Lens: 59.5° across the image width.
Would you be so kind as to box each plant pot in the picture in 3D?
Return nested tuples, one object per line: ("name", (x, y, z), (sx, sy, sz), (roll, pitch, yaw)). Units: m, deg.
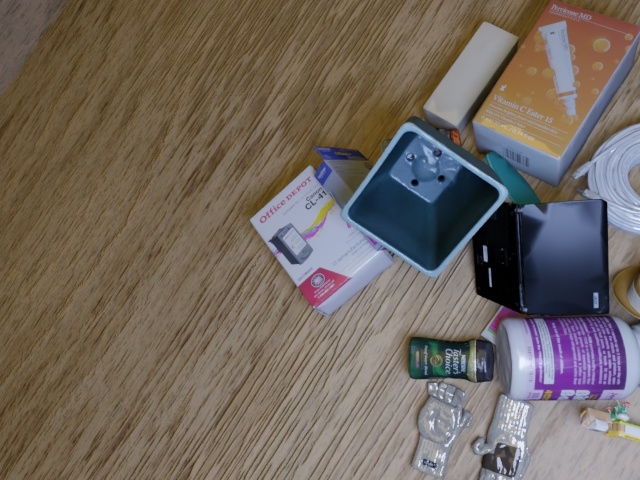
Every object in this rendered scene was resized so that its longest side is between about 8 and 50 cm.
("plant pot", (0.226, -0.122, 1.228), (0.247, 0.252, 0.247), (34, 117, -3))

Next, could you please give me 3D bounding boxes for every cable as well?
("cable", (0.716, -0.130, 1.209), (0.257, 0.089, 0.257), (-46, 65, 1))

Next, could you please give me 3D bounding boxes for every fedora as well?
("fedora", (0.685, 0.091, 1.110), (0.194, 0.079, 0.194), (-2, 37, 1))

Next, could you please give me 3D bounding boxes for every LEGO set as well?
("LEGO set", (0.656, 0.340, 1.074), (0.286, 0.132, 0.107), (4, 67, 28))

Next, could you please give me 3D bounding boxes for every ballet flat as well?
("ballet flat", (0.457, -0.019, 1.254), (0.147, 0.147, 0.409), (-36, 64, 7))

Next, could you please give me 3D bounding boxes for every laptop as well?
("laptop", (0.450, 0.024, 1.179), (0.136, 0.264, 0.234), (-11, 102, -17))

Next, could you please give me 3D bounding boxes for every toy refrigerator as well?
("toy refrigerator", (0.380, -0.402, 1.416), (0.102, 0.094, 0.270), (34, 88, 19))

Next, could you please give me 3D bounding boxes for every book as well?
("book", (0.439, 0.181, 1.248), (0.096, 0.035, 0.144), (36, 88, 29))

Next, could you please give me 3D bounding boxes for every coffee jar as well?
("coffee jar", (0.291, 0.266, 1.249), (0.184, 0.079, 0.096), (-2, 78, 20))

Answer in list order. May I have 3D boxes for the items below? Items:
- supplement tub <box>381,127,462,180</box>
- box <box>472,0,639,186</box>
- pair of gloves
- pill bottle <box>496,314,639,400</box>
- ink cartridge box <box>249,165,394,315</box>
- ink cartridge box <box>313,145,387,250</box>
("supplement tub", (0.254, -0.211, 1.389), (0.190, 0.117, 0.117), (-10, 71, 17))
("box", (0.539, -0.338, 1.293), (0.215, 0.168, 0.345), (31, 86, 26))
("pair of gloves", (0.329, 0.424, 1.209), (0.240, 0.042, 0.204), (6, 80, 24))
("pill bottle", (0.518, 0.233, 1.114), (0.301, 0.169, 0.169), (-3, 73, 7))
("ink cartridge box", (0.000, 0.000, 1.412), (0.226, 0.131, 0.306), (-41, 66, 5))
("ink cartridge box", (0.114, -0.110, 1.374), (0.311, 0.185, 0.065), (54, 127, 24))
